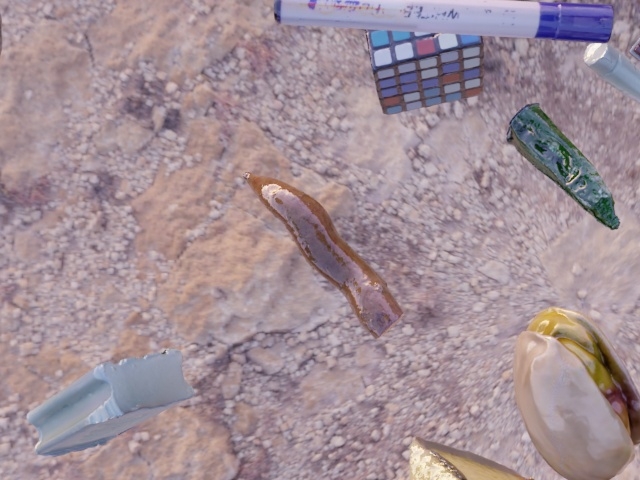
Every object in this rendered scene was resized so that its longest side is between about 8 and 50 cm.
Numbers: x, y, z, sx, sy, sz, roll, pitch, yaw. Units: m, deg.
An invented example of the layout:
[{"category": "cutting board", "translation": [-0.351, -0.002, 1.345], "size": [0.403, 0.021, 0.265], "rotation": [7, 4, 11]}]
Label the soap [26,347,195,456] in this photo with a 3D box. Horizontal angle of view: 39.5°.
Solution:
[{"category": "soap", "translation": [-0.244, 0.190, 1.028], "size": [0.198, 0.114, 0.063], "rotation": [-34, 71, 44]}]

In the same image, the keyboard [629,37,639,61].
[{"category": "keyboard", "translation": [0.405, -0.168, 0.929], "size": [0.166, 0.017, 0.055], "rotation": [39, 91, 4]}]

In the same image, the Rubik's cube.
[{"category": "Rubik's cube", "translation": [0.167, -0.341, 1.488], "size": [0.182, 0.184, 0.187], "rotation": [-12, 73, 7]}]

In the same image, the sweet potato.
[{"category": "sweet potato", "translation": [0.000, 0.000, 1.112], "size": [0.059, 0.067, 0.281], "rotation": [-41, 78, 4]}]

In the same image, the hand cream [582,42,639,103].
[{"category": "hand cream", "translation": [0.508, -0.253, 1.446], "size": [0.204, 0.078, 0.050], "rotation": [28, 96, -28]}]

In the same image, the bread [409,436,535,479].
[{"category": "bread", "translation": [0.350, 0.373, 1.037], "size": [0.405, 0.345, 0.242], "rotation": [-24, 47, 50]}]

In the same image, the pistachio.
[{"category": "pistachio", "translation": [0.253, 0.162, 0.909], "size": [0.117, 0.200, 0.145], "rotation": [-46, 28, -23]}]

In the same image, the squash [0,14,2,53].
[{"category": "squash", "translation": [-0.448, -0.218, 0.901], "size": [0.165, 0.252, 0.252], "rotation": [30, 95, 32]}]

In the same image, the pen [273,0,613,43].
[{"category": "pen", "translation": [0.098, -0.179, 0.707], "size": [0.268, 0.033, 0.033], "rotation": [3, 87, -2]}]

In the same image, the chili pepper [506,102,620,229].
[{"category": "chili pepper", "translation": [0.363, -0.099, 1.315], "size": [0.059, 0.088, 0.227], "rotation": [-29, 65, -14]}]
